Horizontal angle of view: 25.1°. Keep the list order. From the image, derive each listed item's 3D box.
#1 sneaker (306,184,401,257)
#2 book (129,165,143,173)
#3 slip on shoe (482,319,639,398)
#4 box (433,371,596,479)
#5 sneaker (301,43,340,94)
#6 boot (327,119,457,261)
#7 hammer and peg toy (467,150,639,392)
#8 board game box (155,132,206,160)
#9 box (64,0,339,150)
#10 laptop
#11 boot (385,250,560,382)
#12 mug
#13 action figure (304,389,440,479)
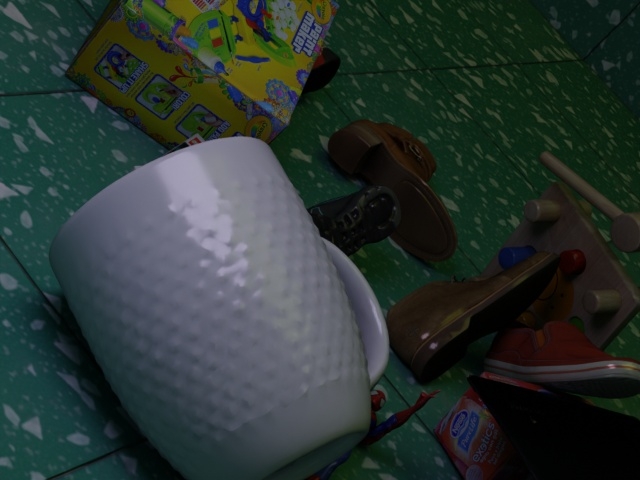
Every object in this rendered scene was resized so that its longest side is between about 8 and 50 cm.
[{"bbox_3d":[0.000,0.000,2.033,0.267,0.106,0.101,-23,97,-42],"label":"sneaker"},{"bbox_3d":[-0.171,-0.029,1.766,0.096,0.035,0.144,1,55,-35],"label":"book"},{"bbox_3d":[0.345,0.164,2.051,0.123,0.101,0.331,17,-6,-24],"label":"slip on shoe"},{"bbox_3d":[0.298,0.283,1.977,0.256,0.123,0.128,18,28,-41],"label":"box"},{"bbox_3d":[-0.092,-0.295,2.345,0.145,0.090,0.270,38,31,18],"label":"sneaker"},{"bbox_3d":[0.146,-0.091,2.376,0.283,0.109,0.220,42,21,12],"label":"boot"},{"bbox_3d":[0.390,0.040,2.217,0.127,0.361,0.266,-1,48,-37],"label":"hammer and peg toy"},{"bbox_3d":[-0.115,0.016,1.837,0.305,0.053,0.193,45,39,3],"label":"board game box"},{"bbox_3d":[-0.160,-0.287,2.039,0.279,0.177,0.290,36,44,-15],"label":"box"},{"bbox_3d":[0.342,0.416,1.802,0.382,0.408,0.236,17,-5,-42],"label":"laptop"},{"bbox_3d":[0.222,0.080,2.086,0.305,0.112,0.115,-30,56,-28],"label":"boot"},{"bbox_3d":[-0.066,0.095,1.568,0.374,0.276,0.328,-10,65,-49],"label":"mug"},{"bbox_3d":[0.042,0.215,1.723,0.091,0.139,0.280,48,24,6],"label":"action figure"}]
